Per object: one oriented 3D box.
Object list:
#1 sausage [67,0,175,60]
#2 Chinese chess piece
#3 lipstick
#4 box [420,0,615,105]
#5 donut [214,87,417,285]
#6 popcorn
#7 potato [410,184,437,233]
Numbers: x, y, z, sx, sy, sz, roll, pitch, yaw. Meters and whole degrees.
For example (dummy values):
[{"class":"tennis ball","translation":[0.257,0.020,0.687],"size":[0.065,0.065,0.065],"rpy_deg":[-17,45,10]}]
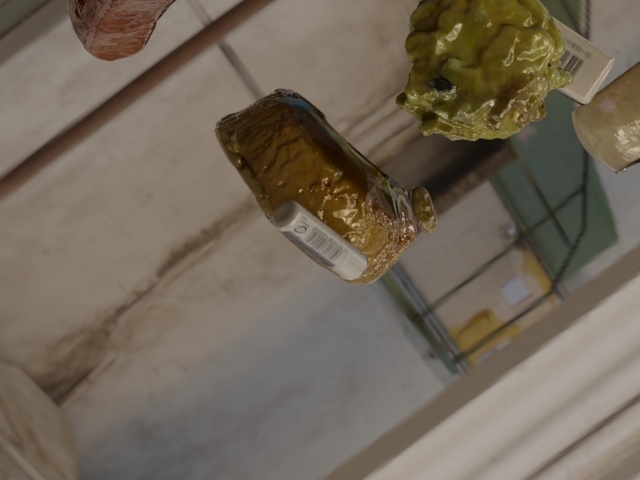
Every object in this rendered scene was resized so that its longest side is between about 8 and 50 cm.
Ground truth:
[{"class":"sausage","translation":[-0.146,-0.215,0.952],"size":[0.083,0.089,0.300],"rpy_deg":[-17,178,-24]},{"class":"Chinese chess piece","translation":[0.575,-0.249,2.009],"size":[0.338,0.140,0.338],"rpy_deg":[-36,176,-3]},{"class":"lipstick","translation":[0.000,0.000,1.434],"size":[0.040,0.141,0.040],"rpy_deg":[-22,-129,30]},{"class":"box","translation":[0.169,-0.282,1.420],"size":[0.065,0.343,0.200],"rpy_deg":[-57,-176,10]},{"class":"donut","translation":[0.005,-0.076,1.631],"size":[0.160,0.330,0.330],"rpy_deg":[-38,-151,6]},{"class":"popcorn","translation":[0.152,-0.171,1.193],"size":[0.173,0.173,0.142],"rpy_deg":[-37,-163,-2]},{"class":"potato","translation":[0.185,-0.058,2.230],"size":[0.045,0.092,0.046],"rpy_deg":[-19,173,36]}]
